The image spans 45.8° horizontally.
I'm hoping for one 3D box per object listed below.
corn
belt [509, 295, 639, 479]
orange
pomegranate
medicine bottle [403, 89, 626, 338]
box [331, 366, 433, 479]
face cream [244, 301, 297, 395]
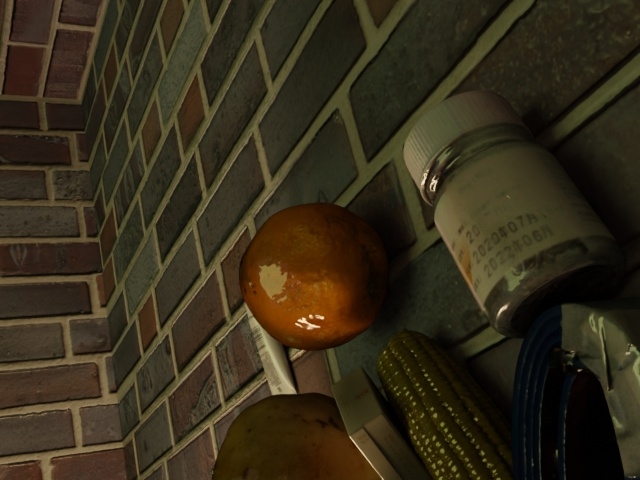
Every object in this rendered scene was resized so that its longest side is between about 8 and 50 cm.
[{"bbox_3d":[0.180,0.254,1.018,0.344,0.131,0.131,54,136,48],"label":"corn"},{"bbox_3d":[0.306,0.234,0.787,0.212,0.117,0.346,3,94,64],"label":"belt"},{"bbox_3d":[-0.010,0.058,1.242,0.246,0.246,0.246,5,95,62],"label":"orange"},{"bbox_3d":[-0.028,0.411,1.235,0.333,0.333,0.332,5,95,62],"label":"pomegranate"},{"bbox_3d":[0.217,-0.035,0.893,0.165,0.165,0.273,-64,38,41],"label":"medicine bottle"},{"bbox_3d":[0.101,0.295,1.091,0.201,0.058,0.141,55,-178,-22],"label":"box"},{"bbox_3d":[-0.107,0.235,1.645,0.092,0.058,0.243,-40,62,49],"label":"face cream"}]
